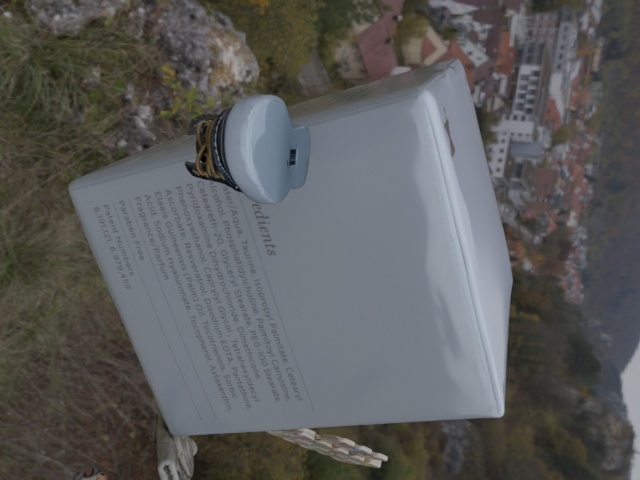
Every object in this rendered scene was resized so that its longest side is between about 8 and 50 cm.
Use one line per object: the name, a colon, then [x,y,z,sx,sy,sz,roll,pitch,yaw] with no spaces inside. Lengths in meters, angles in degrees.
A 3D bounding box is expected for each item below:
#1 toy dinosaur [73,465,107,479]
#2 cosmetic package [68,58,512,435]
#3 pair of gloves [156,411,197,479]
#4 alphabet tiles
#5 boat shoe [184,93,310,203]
toy dinosaur: [-0.419,0.547,0.992,0.200,0.127,0.295,13,89,-55]
cosmetic package: [0.000,0.000,0.737,0.329,0.394,0.327,-48,125,-63]
pair of gloves: [-0.169,0.339,0.768,0.204,0.042,0.240,-135,-149,-75]
alphabet tiles: [0.007,0.481,1.420,0.284,0.278,0.021,35,59,-33]
boat shoe: [-0.061,-0.060,0.412,0.183,0.083,0.065,-26,121,-82]
